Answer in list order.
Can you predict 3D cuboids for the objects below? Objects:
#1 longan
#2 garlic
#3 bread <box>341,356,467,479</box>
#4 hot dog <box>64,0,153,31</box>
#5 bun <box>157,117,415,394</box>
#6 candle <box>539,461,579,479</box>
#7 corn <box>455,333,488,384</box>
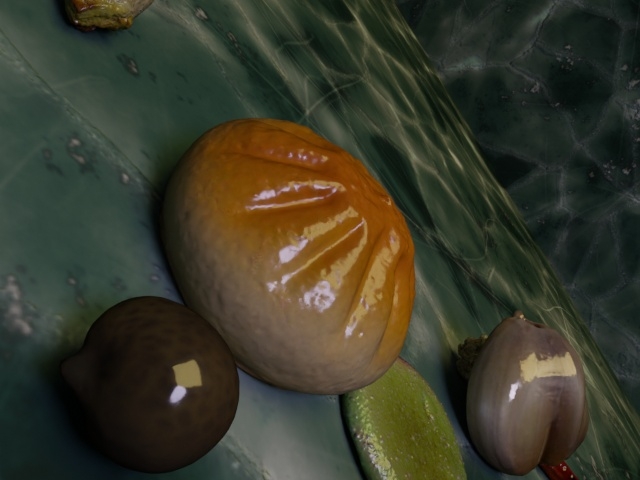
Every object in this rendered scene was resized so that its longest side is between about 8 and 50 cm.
[{"bbox_3d":[-0.104,0.088,0.363,0.113,0.092,0.113,27,45,-31],"label":"longan"},{"bbox_3d":[0.306,0.223,0.831,0.217,0.110,0.228,-12,94,-29],"label":"garlic"},{"bbox_3d":[0.104,0.220,0.657,0.228,0.033,0.229,43,27,-27],"label":"bread"},{"bbox_3d":[-0.216,-0.263,0.611,0.078,0.061,0.169,23,52,0],"label":"hot dog"},{"bbox_3d":[0.000,0.000,0.574,0.299,0.164,0.299,41,31,-31],"label":"bun"},{"bbox_3d":[0.400,0.394,0.995,0.162,0.048,0.053,49,-9,-17],"label":"candle"},{"bbox_3d":[0.298,0.241,0.929,0.211,0.087,0.087,50,25,-13],"label":"corn"}]
